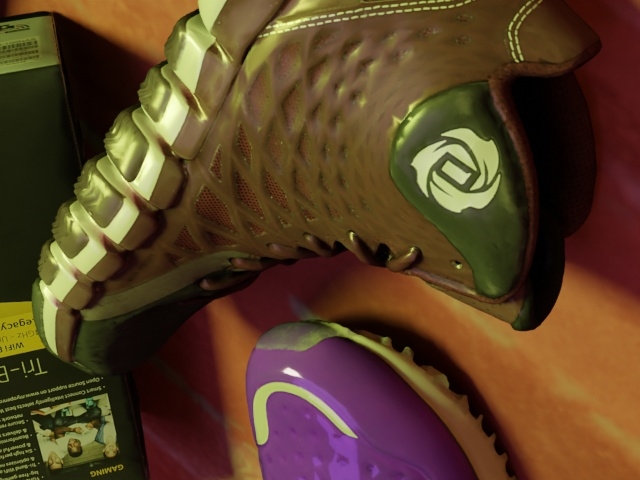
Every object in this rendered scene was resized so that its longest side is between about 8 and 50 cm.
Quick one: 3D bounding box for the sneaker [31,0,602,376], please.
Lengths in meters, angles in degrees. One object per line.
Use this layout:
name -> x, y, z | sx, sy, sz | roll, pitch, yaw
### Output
sneaker -> 0.000, 0.000, 0.462 | 0.162, 0.106, 0.281 | 41, 131, 7

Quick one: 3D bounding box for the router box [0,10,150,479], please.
router box -> -0.252, 0.041, 0.582 | 0.081, 0.308, 0.243 | -117, 19, -59

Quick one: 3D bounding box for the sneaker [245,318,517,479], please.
sneaker -> 0.024, 0.182, 0.536 | 0.102, 0.146, 0.293 | -6, 113, 43
